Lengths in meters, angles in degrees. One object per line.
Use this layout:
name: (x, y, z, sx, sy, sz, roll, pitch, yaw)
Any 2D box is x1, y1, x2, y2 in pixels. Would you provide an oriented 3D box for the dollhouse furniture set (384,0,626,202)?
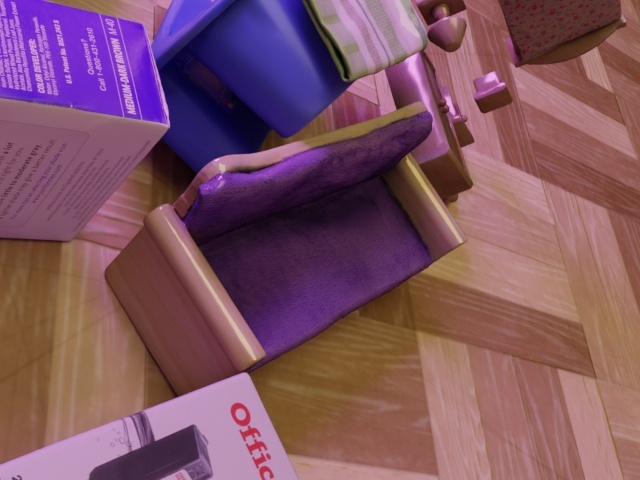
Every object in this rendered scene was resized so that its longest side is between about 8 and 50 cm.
dollhouse furniture set: (0.270, -0.195, 0.973, 0.303, 0.355, 0.174, 36, 37, -62)

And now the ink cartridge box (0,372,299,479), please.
ink cartridge box: (-0.131, 0.229, 0.561, 0.272, 0.114, 0.197, -14, 71, -47)

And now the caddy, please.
caddy: (-0.059, -0.211, 0.846, 0.179, 0.241, 0.341, 48, 40, -12)

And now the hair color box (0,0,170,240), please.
hair color box: (-0.302, -0.092, 0.581, 0.338, 0.185, 0.110, 2, 61, -42)

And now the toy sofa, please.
toy sofa: (0.000, 0.000, 0.797, 0.362, 0.177, 0.150, -24, 79, -49)

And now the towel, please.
towel: (0.040, -0.208, 0.751, 0.152, 0.023, 0.113, -36, 99, -51)
